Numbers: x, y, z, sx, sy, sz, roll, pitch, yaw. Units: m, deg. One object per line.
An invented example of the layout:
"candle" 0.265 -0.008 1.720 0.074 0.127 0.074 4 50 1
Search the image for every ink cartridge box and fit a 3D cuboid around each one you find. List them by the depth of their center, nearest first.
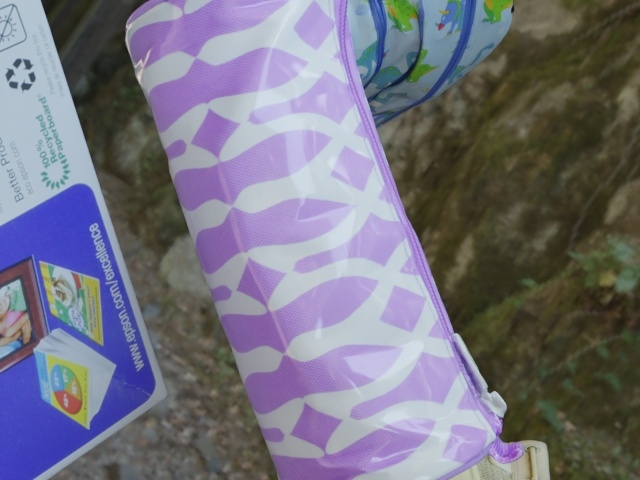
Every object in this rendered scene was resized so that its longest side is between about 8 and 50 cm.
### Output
"ink cartridge box" -0.160 0.018 0.340 0.045 0.208 0.206 19 -48 41

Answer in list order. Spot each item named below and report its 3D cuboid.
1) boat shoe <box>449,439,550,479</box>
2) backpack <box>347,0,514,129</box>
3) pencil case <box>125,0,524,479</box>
"boat shoe" 0.130 0.212 0.669 0.098 0.109 0.302 -6 21 -1
"backpack" 0.038 -0.244 1.087 0.273 0.290 0.356 -17 6 -37
"pencil case" 0.000 0.000 0.402 0.206 0.088 0.086 69 19 -2
